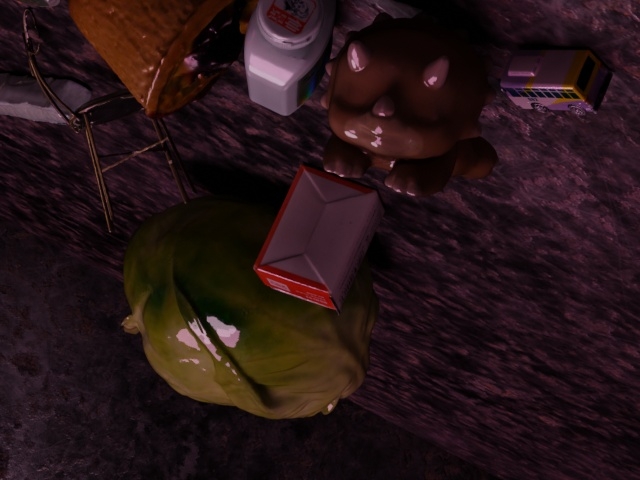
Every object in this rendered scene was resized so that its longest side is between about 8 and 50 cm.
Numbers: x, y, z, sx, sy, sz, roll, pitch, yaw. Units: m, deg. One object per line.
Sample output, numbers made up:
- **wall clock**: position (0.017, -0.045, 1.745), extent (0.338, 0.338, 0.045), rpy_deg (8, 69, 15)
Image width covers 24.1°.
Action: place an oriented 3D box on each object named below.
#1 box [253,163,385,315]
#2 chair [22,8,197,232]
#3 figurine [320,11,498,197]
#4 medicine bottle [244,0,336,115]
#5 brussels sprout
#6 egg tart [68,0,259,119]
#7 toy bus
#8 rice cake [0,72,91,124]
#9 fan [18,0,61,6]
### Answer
- **box**: position (0.000, 0.000, 2.203), extent (0.133, 0.182, 0.099), rpy_deg (18, 165, 18)
- **chair**: position (-0.305, -0.187, 2.171), extent (0.160, 0.170, 0.326), rpy_deg (142, 108, -79)
- **figurine**: position (0.096, -0.150, 1.554), extent (0.177, 0.173, 0.247), rpy_deg (22, -163, 31)
- **medicine bottle**: position (-0.031, -0.210, 1.564), extent (0.083, 0.121, 0.229), rpy_deg (26, 173, 3)
- **brussels sprout**: position (-0.126, 0.101, 2.447), extent (0.425, 0.343, 0.361), rpy_deg (11, 170, 13)
- **egg tart**: position (-0.152, -0.246, 1.574), extent (0.171, 0.215, 0.215), rpy_deg (40, 168, 7)
- **toy bus**: position (0.229, -0.159, 1.486), extent (0.102, 0.052, 0.058), rpy_deg (9, 158, 46)
- **rice cake**: position (-0.485, -0.234, 2.445), extent (0.336, 0.066, 0.063), rpy_deg (10, 159, 45)
- **fan**: position (-0.400, -0.362, 1.944), extent (0.294, 0.012, 0.223), rpy_deg (16, 162, 34)
